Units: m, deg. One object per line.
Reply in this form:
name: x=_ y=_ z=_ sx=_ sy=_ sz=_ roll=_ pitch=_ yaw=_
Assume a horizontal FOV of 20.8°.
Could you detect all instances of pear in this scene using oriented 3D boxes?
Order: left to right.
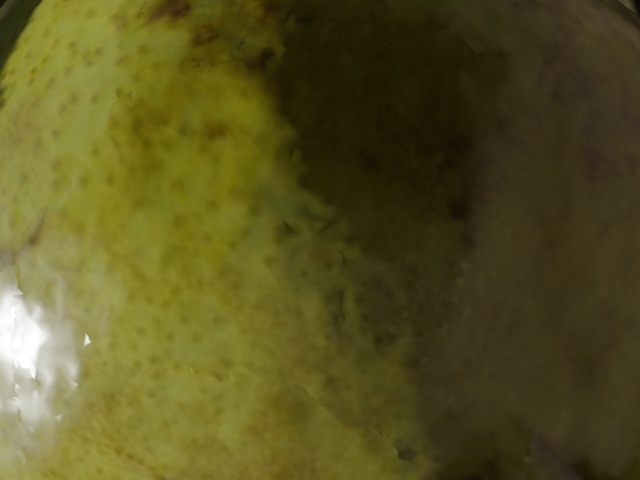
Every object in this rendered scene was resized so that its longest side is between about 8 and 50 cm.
pear: x=0.000 y=0.000 z=0.623 sx=0.304 sy=0.304 sz=0.304 roll=17 pitch=-90 yaw=-85
